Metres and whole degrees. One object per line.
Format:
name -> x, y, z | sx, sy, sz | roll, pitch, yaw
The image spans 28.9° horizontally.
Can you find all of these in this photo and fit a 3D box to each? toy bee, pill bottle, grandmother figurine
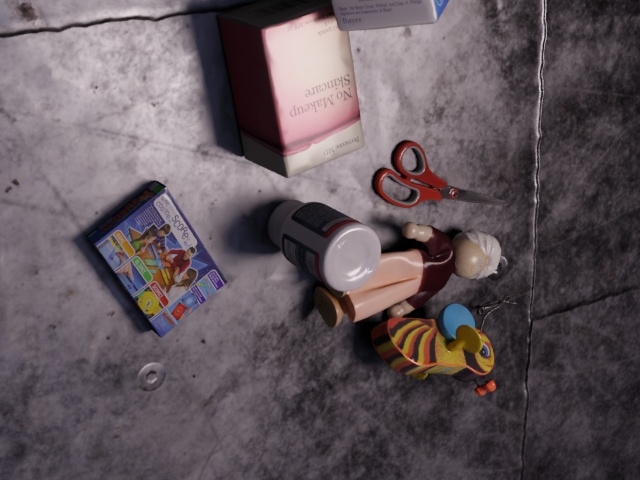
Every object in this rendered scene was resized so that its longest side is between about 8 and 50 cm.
toy bee -> 0.239, 0.190, 2.136 | 0.298, 0.195, 0.162 | -14, 75, -16
pill bottle -> 0.000, 0.000, 1.900 | 0.108, 0.180, 0.108 | -14, 116, -30
grandmother figurine -> 0.156, 0.056, 2.084 | 0.342, 0.104, 0.207 | -15, 146, -28

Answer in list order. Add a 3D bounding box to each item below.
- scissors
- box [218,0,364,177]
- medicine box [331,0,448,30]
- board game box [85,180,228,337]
scissors -> 0.208, -0.076, 2.122 | 0.297, 0.021, 0.109 | 27, 89, -40
box -> -0.040, -0.232, 1.814 | 0.149, 0.127, 0.232 | -25, 120, -26
medicine box -> 0.099, -0.477, 1.722 | 0.263, 0.149, 0.289 | -60, 142, -51
board game box -> -0.239, 0.029, 1.838 | 0.136, 0.035, 0.201 | -40, 126, -16
